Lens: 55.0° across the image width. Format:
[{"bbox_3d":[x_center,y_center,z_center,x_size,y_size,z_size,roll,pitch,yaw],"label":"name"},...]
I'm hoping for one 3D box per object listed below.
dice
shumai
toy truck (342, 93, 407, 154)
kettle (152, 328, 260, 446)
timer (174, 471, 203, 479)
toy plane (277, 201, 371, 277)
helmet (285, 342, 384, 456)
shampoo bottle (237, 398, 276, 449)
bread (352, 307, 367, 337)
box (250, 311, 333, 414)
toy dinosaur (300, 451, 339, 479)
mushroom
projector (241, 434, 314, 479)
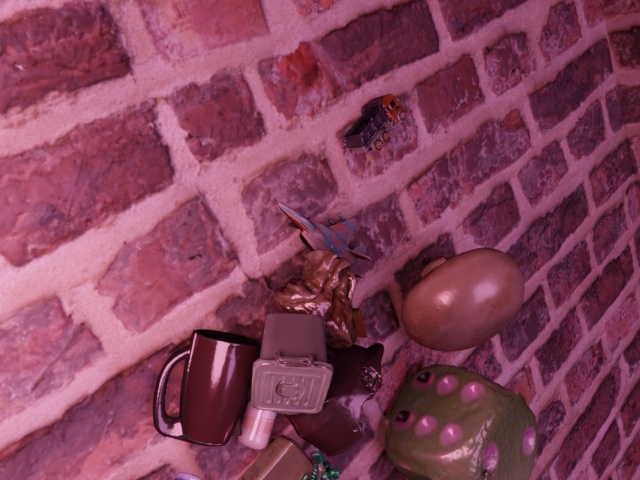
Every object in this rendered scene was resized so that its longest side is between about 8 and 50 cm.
[{"bbox_3d":[0.394,0.559,1.736,0.330,0.322,0.318,47,64,-34],"label":"dice"},{"bbox_3d":[0.027,0.127,1.395,0.218,0.184,0.185,38,107,1],"label":"shumai"},{"bbox_3d":[0.142,-0.305,1.622,0.092,0.083,0.192,51,62,-25],"label":"toy truck"},{"bbox_3d":[-0.243,0.313,1.300,0.202,0.144,0.232,14,86,-23],"label":"kettle"},{"bbox_3d":[-0.303,0.619,1.119,0.395,0.394,0.173,-53,123,-25],"label":"timer"},{"bbox_3d":[-0.005,0.000,1.505,0.326,0.104,0.223,38,68,-31],"label":"toy plane"},{"bbox_3d":[0.021,0.352,1.488,0.177,0.225,0.306,25,63,-10],"label":"helmet"},{"bbox_3d":[-0.134,0.384,1.434,0.074,0.074,0.192,25,75,-39],"label":"shampoo bottle"},{"bbox_3d":[0.044,0.234,1.576,0.139,0.074,0.084,-23,104,-38],"label":"bread"},{"bbox_3d":[-0.062,0.260,1.306,0.163,0.243,0.135,4,52,-4],"label":"box"},{"bbox_3d":[-0.009,0.563,1.456,0.096,0.059,0.133,-1,99,-37],"label":"toy dinosaur"},{"bbox_3d":[0.382,0.143,1.723,0.362,0.362,0.295,3,50,-41],"label":"mushroom"},{"bbox_3d":[-0.084,0.624,1.481,0.193,0.088,0.270,-43,118,-30],"label":"projector"}]
